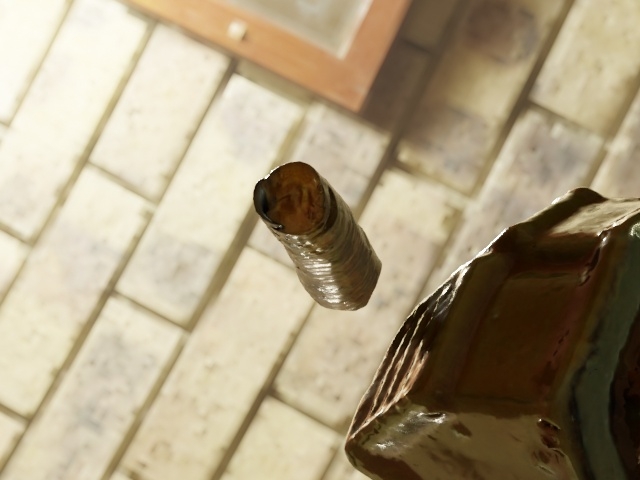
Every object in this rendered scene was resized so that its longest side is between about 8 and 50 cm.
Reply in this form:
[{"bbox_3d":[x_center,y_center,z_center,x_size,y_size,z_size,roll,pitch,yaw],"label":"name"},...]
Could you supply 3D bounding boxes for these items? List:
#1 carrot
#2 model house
[{"bbox_3d":[0.000,0.000,1.475,0.070,0.070,0.260,-61,-15,-8],"label":"carrot"},{"bbox_3d":[0.148,0.091,1.378,0.173,0.239,0.268,50,-125,-36],"label":"model house"}]
